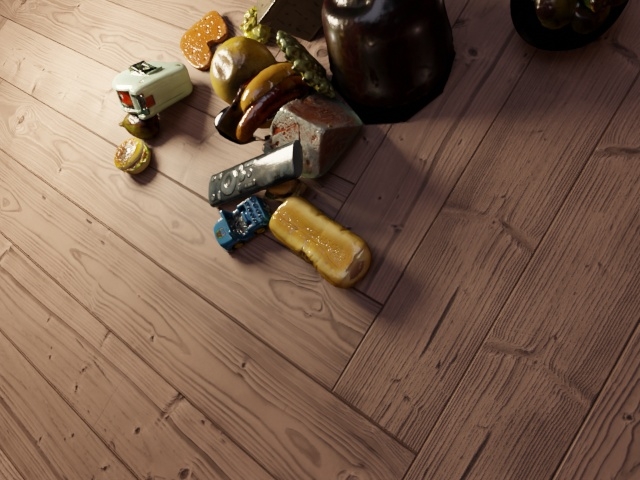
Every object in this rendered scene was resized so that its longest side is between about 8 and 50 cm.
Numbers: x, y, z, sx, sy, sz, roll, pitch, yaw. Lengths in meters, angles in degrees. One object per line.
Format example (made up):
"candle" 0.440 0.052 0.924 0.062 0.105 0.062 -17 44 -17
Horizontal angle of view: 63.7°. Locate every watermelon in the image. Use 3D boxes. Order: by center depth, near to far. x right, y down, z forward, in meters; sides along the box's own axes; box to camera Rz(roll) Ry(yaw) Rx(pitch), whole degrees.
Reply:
"watermelon" -0.026 -0.323 1.434 0.213 0.201 0.261 37 80 24

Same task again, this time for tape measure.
"tape measure" -0.571 -0.516 1.714 0.246 0.125 0.243 19 45 29

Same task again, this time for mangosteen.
"mangosteen" 0.597 -0.576 1.209 0.275 0.275 0.302 -23 25 14

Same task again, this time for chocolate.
"chocolate" 0.162 -0.557 1.367 0.384 0.331 0.383 -6 72 20

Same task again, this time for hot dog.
"hot dog" -0.135 -0.394 1.496 0.326 0.194 0.107 -54 31 -6

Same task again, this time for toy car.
"toy car" -0.233 -0.052 1.483 0.191 0.100 0.097 -33 67 14

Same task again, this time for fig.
"fig" -0.628 -0.398 1.765 0.155 0.103 0.109 -4 46 13

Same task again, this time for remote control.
"remote control" -0.196 -0.183 1.469 0.377 0.044 0.107 -12 68 41

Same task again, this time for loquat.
"loquat" -0.239 -0.517 1.585 0.213 0.213 0.213 -7 70 20

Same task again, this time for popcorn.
"popcorn" -0.217 -0.702 1.695 0.106 0.116 0.120 -6 112 29

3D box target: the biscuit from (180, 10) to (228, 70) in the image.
"biscuit" -0.398 -0.696 1.808 0.192 0.036 0.186 -39 65 6

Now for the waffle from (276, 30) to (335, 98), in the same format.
"waffle" -0.041 -0.508 1.469 0.054 0.223 0.204 -39 36 21

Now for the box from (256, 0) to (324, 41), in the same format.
"box" -0.069 -0.819 1.582 0.225 0.190 0.297 -32 57 52

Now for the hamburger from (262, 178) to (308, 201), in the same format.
"hamburger" -0.116 -0.154 1.483 0.176 0.087 0.102 31 101 34

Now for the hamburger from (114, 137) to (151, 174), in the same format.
"hamburger" -0.637 -0.284 1.740 0.126 0.081 0.141 -38 61 7

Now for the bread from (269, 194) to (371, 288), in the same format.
"bread" 0.000 0.000 1.373 0.305 0.091 0.142 39 92 28
